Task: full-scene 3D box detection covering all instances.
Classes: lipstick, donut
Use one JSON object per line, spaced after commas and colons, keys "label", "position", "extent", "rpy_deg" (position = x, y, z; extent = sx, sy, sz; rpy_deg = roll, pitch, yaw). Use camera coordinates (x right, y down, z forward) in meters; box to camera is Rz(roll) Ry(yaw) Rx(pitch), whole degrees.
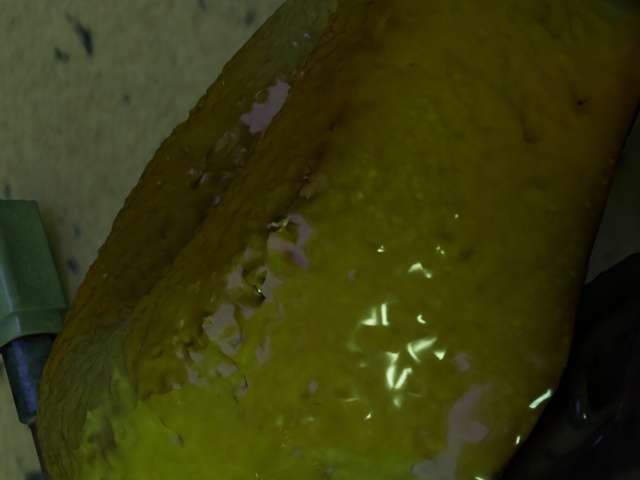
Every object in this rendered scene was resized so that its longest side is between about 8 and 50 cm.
{"label": "lipstick", "position": [-0.097, 0.039, 0.622], "extent": [0.025, 0.025, 0.107], "rpy_deg": [-30, 71, 38]}
{"label": "donut", "position": [-0.001, 0.000, 0.439], "extent": [0.190, 0.074, 0.174], "rpy_deg": [-62, 15, -15]}

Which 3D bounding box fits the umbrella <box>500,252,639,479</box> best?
{"label": "umbrella", "position": [0.071, 0.058, 0.407], "extent": [0.326, 0.090, 0.094], "rpy_deg": [-46, 60, 34]}
